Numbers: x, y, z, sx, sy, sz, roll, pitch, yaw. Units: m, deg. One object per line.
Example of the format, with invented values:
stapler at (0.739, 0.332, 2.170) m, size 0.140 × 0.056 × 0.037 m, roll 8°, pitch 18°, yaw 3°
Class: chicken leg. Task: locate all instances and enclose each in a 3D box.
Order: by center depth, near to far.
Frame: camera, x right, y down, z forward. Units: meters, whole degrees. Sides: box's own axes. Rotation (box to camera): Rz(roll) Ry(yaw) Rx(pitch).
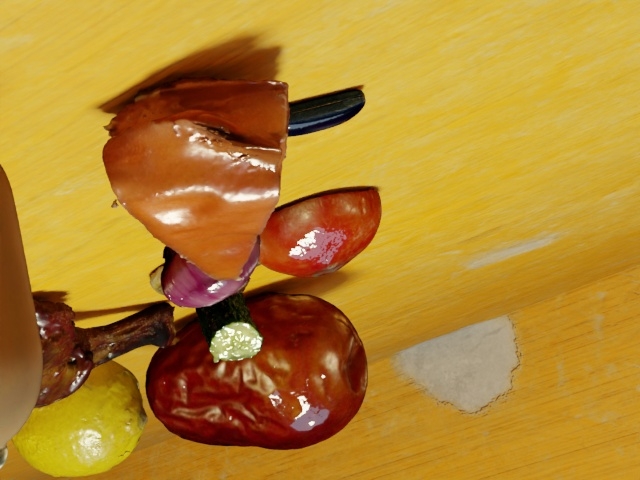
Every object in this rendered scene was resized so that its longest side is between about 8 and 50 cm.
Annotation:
chicken leg at (-0.305, 0.121, 1.491) m, size 0.158 × 0.096 × 0.407 m, roll -42°, pitch 163°, yaw 18°

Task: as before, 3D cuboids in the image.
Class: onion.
onion at (-0.112, 0.013, 1.247) m, size 0.104 × 0.115 × 0.115 m, roll 35°, pitch 147°, yaw -15°

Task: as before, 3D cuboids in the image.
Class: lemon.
lemon at (-0.344, 0.248, 1.825) m, size 0.180 × 0.180 × 0.193 m, roll -6°, pitch 164°, yaw -44°

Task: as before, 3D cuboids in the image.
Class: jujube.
jujube at (-0.089, 0.190, 1.816) m, size 0.318 × 0.223 × 0.223 m, roll -13°, pitch 171°, yaw 26°

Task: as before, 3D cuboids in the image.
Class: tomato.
tomato at (0.000, 0.000, 1.390) m, size 0.155 × 0.069 × 0.155 m, roll -17°, pitch 169°, yaw -4°

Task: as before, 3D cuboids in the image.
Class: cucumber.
cucumber at (-0.103, 0.061, 1.319) m, size 0.058 × 0.058 × 0.187 m, roll -16°, pitch -152°, yaw -6°

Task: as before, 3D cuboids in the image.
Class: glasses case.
glasses case at (-0.005, -0.098, 1.026) m, size 0.083 × 0.023 × 0.033 m, roll -14°, pitch 165°, yaw -11°

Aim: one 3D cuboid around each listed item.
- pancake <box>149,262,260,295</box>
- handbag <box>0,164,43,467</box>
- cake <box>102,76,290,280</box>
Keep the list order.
pancake at (-0.131, 0.035, 1.481) m, size 0.139 × 0.022 × 0.139 m, roll -16°, pitch 169°, yaw -3°
handbag at (-0.308, 0.096, 0.845) m, size 0.302 × 0.283 × 0.149 m, roll -27°, pitch 167°, yaw 39°
cake at (-0.088, -0.043, 0.981) m, size 0.135 × 0.098 × 0.287 m, roll -8°, pitch 163°, yaw -5°
